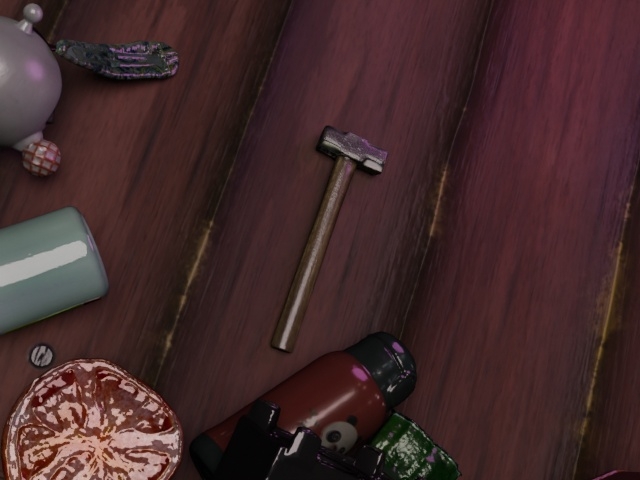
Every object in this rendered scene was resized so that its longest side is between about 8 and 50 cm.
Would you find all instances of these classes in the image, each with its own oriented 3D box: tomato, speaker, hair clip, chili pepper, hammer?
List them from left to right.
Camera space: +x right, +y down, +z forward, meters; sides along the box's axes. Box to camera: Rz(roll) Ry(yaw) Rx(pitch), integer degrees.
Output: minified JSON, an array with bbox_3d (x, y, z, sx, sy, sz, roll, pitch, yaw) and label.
[{"bbox_3d":[-0.305,0.278,1.249,0.236,0.095,0.237,3,71,-10],"label":"tomato"},{"bbox_3d":[-0.306,-0.276,1.387,0.229,0.036,0.066,-8,81,-51],"label":"hair clip"},{"bbox_3d":[-0.024,0.356,1.123,0.232,0.184,0.254,27,83,-19],"label":"speaker"},{"bbox_3d":[0.000,0.000,1.432,0.111,0.043,0.366,22,73,-8],"label":"hammer"},{"bbox_3d":[0.071,0.383,1.308,0.270,0.099,0.136,-45,109,-21],"label":"chili pepper"}]

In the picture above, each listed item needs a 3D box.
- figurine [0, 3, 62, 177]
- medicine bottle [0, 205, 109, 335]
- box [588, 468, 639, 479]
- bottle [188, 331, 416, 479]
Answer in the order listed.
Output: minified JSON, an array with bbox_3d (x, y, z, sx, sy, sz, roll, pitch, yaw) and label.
[{"bbox_3d":[-0.500,-0.168,1.288,0.281,0.167,0.370,35,77,-7],"label":"figurine"},{"bbox_3d":[-0.415,0.049,1.259,0.225,0.139,0.139,-21,81,-18],"label":"medicine bottle"},{"bbox_3d":[0.410,0.481,1.296,0.339,0.229,0.240,-17,80,-17],"label":"box"},{"bbox_3d":[-0.013,0.249,1.304,0.336,0.144,0.144,-33,85,-21],"label":"bottle"}]
